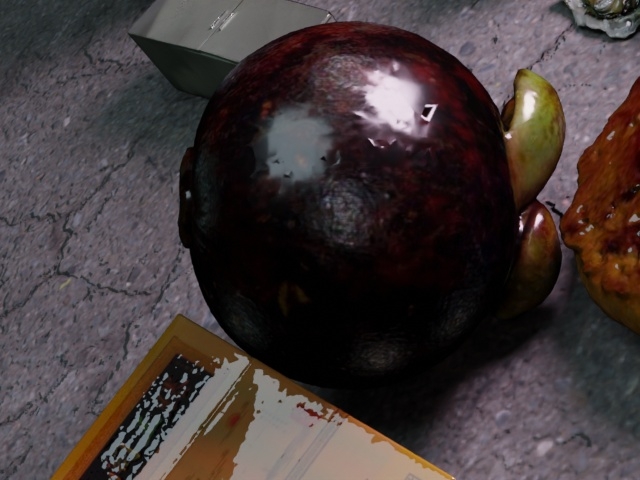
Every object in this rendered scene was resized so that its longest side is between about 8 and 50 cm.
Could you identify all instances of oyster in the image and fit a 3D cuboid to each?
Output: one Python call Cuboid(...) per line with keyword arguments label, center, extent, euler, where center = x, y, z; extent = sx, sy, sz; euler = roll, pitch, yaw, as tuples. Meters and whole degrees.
Cuboid(label="oyster", center=(0.242, -0.203, 1.579), extent=(0.098, 0.037, 0.100), euler=(-42, 51, 32))

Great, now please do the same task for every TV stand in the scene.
Cuboid(label="TV stand", center=(-0.069, -0.177, 1.792), extent=(0.083, 0.088, 0.269), euler=(-51, 37, -14))

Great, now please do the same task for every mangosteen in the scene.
Cuboid(label="mangosteen", center=(0.037, -0.026, 1.392), extent=(0.288, 0.288, 0.288), euler=(-26, 38, 22))

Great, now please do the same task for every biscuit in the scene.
Cuboid(label="biscuit", center=(0.317, -0.063, 1.305), extent=(0.334, 0.081, 0.289), euler=(-41, 30, 3))

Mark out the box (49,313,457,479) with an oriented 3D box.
Cuboid(label="box", center=(-0.046, 0.187, 1.327), extent=(0.274, 0.076, 0.174), euler=(28, 73, 36))
